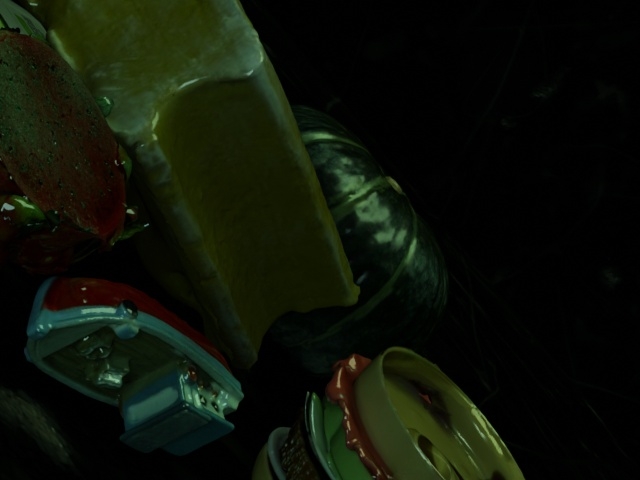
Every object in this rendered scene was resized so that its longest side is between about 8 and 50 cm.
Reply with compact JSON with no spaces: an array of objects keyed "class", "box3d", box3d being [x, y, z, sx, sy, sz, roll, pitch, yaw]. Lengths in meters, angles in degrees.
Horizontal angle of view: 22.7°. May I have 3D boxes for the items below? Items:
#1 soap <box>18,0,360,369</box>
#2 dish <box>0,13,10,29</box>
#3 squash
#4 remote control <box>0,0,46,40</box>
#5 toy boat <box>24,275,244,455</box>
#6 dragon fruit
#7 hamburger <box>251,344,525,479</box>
[{"class":"soap","box3d":[-0.103,-0.084,1.104,0.259,0.143,0.281,54,-7,33]},{"class":"dish","box3d":[-0.204,-0.081,0.975,0.149,0.080,0.207,57,-3,-6]},{"class":"squash","box3d":[0.000,0.000,1.374,0.252,0.165,0.252,50,6,-7]},{"class":"remote control","box3d":[-0.227,-0.149,1.341,0.103,0.034,0.250,52,9,26]},{"class":"toy boat","box3d":[-0.105,0.071,0.882,0.173,0.069,0.059,41,28,-48]},{"class":"dragon fruit","box3d":[-0.157,-0.029,0.834,0.142,0.175,0.138,30,43,-14]},{"class":"hamburger","box3d":[0.036,0.158,0.950,0.175,0.137,0.175,44,15,-14]}]
